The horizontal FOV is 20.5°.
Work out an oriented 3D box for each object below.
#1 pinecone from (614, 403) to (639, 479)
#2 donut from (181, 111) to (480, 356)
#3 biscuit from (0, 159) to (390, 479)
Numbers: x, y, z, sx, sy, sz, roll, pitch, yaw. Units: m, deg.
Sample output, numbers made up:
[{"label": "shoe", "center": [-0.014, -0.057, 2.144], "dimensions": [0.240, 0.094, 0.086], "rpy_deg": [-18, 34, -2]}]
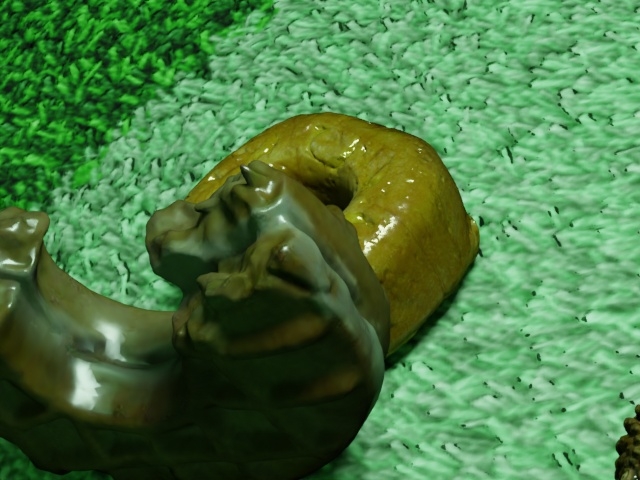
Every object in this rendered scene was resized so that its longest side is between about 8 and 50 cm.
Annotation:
[{"label": "pinecone", "center": [0.224, 0.130, 1.048], "dimensions": [0.102, 0.102, 0.109], "rpy_deg": [16, 44, 39]}, {"label": "donut", "center": [0.000, 0.002, 1.302], "dimensions": [0.226, 0.114, 0.226], "rpy_deg": [-14, 41, 12]}, {"label": "biscuit", "center": [-0.120, 0.069, 1.159], "dimensions": [0.366, 0.268, 0.115], "rpy_deg": [-4, 49, 28]}]
